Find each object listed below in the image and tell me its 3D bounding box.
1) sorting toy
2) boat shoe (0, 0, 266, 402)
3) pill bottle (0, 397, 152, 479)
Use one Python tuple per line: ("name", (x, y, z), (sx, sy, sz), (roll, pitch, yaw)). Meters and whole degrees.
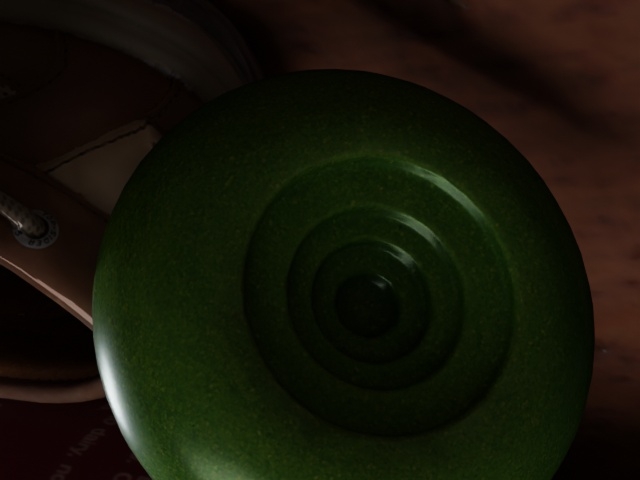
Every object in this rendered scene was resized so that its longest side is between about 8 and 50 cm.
("sorting toy", (0.000, 0.000, 0.329), (0.365, 0.127, 0.126), (9, 161, -15))
("boat shoe", (-0.178, -0.021, 0.442), (0.324, 0.116, 0.123), (3, 137, 15))
("pill bottle", (-0.031, 0.174, 0.584), (0.392, 0.224, 0.224), (8, 146, 25))
